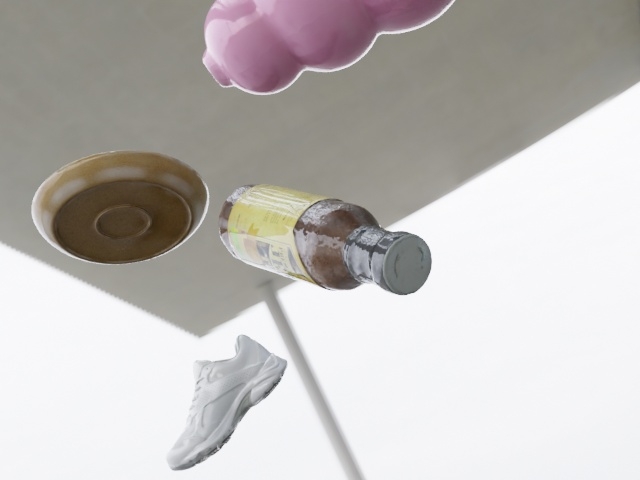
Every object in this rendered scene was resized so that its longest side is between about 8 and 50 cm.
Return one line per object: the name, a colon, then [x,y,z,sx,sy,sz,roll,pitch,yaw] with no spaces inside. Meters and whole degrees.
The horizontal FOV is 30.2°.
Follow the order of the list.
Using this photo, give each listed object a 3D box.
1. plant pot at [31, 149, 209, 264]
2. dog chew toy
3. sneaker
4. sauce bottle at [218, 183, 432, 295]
plant pot: [-0.265,-0.033,1.590,0.236,0.032,0.236,-9,-34,-6]
dog chew toy: [0.008,-0.291,1.369,0.332,0.206,0.206,-36,-24,4]
sneaker: [-0.160,0.236,1.759,0.232,0.115,0.090,-47,-7,-19]
sauce bottle: [0.000,0.000,1.429,0.111,0.111,0.344,-12,14,-30]
